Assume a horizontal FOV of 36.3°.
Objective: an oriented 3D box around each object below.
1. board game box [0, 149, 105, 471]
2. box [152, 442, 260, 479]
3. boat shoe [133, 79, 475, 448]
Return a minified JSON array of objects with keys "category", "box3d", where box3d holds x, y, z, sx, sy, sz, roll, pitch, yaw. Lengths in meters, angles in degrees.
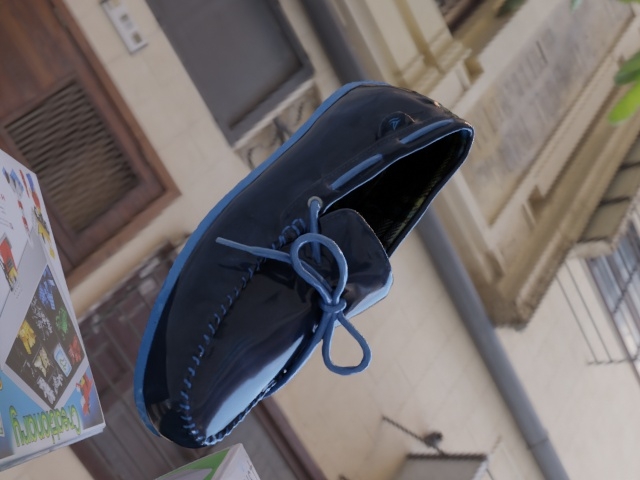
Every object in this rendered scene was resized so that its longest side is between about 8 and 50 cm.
[{"category":"board game box","box3d":[-0.193,0.030,0.534,0.053,0.192,0.305,-17,174,-4]},{"category":"box","box3d":[-0.061,0.254,0.490,0.127,0.231,0.262,-26,179,4]},{"category":"boat shoe","box3d":[0.000,0.000,0.523,0.089,0.109,0.258,17,-120,29]}]
